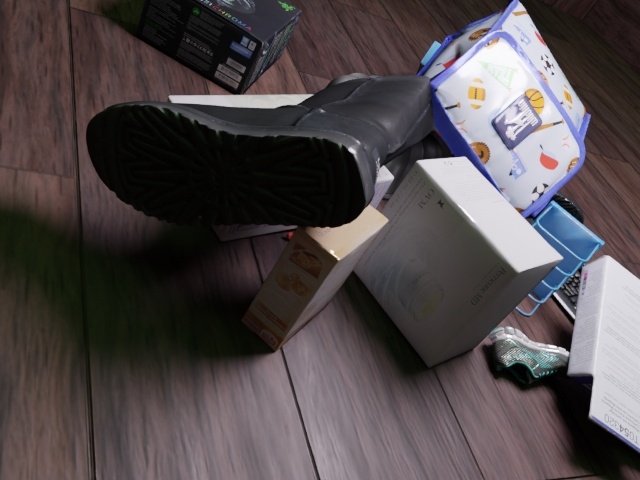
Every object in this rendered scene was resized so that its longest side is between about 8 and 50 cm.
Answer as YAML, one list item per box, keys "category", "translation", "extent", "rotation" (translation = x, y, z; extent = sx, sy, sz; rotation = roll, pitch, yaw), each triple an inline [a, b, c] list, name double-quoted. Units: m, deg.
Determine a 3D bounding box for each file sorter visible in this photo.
- category: "file sorter"
  translation: [0.403, 0.039, 1.171]
  extent: [0.118, 0.170, 0.104]
  rotation: [44, 41, 15]

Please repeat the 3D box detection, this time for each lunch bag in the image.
- category: "lunch bag"
  translation: [0.356, -0.254, 1.265]
  extent: [0.328, 0.239, 0.385]
  rotation: [52, 45, -13]

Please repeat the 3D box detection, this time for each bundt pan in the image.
- category: "bundt pan"
  translation: [0.133, -0.230, 1.322]
  extent: [0.331, 0.124, 0.331]
  rotation: [20, 39, -17]

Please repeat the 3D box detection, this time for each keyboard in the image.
- category: "keyboard"
  translation: [0.524, 0.071, 1.338]
  extent: [0.201, 0.033, 0.317]
  rotation: [-1, 49, -38]

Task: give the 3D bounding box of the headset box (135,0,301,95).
- category: "headset box"
  translation: [-0.199, -0.460, 1.336]
  extent: [0.246, 0.131, 0.283]
  rotation: [31, 35, -3]

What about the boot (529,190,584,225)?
- category: "boot"
  translation: [0.518, -0.135, 1.516]
  extent: [0.246, 0.094, 0.207]
  rotation: [30, 39, 7]

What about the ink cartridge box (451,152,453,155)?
- category: "ink cartridge box"
  translation: [0.325, -0.266, 1.523]
  extent: [0.056, 0.099, 0.135]
  rotation: [35, 35, 5]

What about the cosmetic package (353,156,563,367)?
- category: "cosmetic package"
  translation: [0.194, 0.030, 0.978]
  extent: [0.138, 0.224, 0.224]
  rotation: [-12, 54, -44]

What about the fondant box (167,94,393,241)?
- category: "fondant box"
  translation: [-0.071, -0.137, 1.076]
  extent: [0.330, 0.096, 0.238]
  rotation: [-12, 55, -39]

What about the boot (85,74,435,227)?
- category: "boot"
  translation: [-0.047, -0.163, 0.913]
  extent: [0.367, 0.146, 0.445]
  rotation: [12, 29, 15]

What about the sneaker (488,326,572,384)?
- category: "sneaker"
  translation: [0.345, 0.204, 1.040]
  extent: [0.166, 0.065, 0.076]
  rotation: [21, 54, -10]

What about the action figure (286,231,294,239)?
- category: "action figure"
  translation: [0.000, 0.000, 1.037]
  extent: [0.115, 0.030, 0.038]
  rotation: [11, 36, -20]

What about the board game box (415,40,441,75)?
- category: "board game box"
  translation: [0.389, -0.362, 1.614]
  extent: [0.316, 0.064, 0.242]
  rotation: [33, 4, 1]

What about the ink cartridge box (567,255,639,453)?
- category: "ink cartridge box"
  translation: [0.557, 0.240, 1.069]
  extent: [0.324, 0.071, 0.330]
  rotation: [36, 53, -11]

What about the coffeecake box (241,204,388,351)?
- category: "coffeecake box"
  translation: [-0.008, 0.040, 0.850]
  extent: [0.068, 0.185, 0.142]
  rotation: [40, 36, 10]
